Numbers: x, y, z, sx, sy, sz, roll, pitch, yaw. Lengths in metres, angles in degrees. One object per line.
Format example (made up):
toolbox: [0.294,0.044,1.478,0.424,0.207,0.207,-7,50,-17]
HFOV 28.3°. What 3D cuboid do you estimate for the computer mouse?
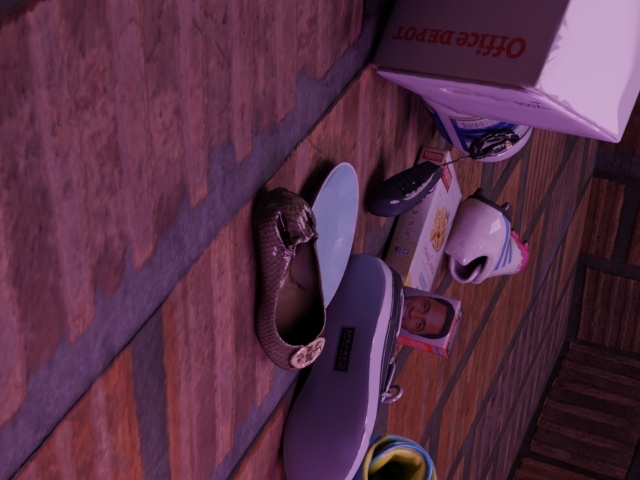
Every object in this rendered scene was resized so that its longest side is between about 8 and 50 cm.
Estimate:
computer mouse: [0.166,-0.086,1.657,0.242,0.041,0.071,-26,158,-19]

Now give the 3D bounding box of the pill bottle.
pill bottle: [0.218,-0.204,1.741,0.264,0.153,0.153,45,61,-70]

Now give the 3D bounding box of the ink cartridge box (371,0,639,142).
ink cartridge box: [0.260,-0.333,1.446,0.166,0.285,0.395,23,88,-37]

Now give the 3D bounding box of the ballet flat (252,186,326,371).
ballet flat: [-0.025,0.053,1.330,0.084,0.058,0.250,-34,139,-31]

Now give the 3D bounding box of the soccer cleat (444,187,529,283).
soccer cleat: [0.275,0.019,2.193,0.143,0.116,0.331,-57,157,-6]

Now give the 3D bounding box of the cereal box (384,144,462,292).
cereal box: [0.145,0.004,1.851,0.173,0.047,0.240,59,48,-66]

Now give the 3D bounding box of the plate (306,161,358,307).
plate: [0.000,0.000,1.453,0.188,0.024,0.188,14,90,-73]

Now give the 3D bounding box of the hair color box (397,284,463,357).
hair color box: [0.109,0.098,1.667,0.043,0.141,0.072,64,43,-64]

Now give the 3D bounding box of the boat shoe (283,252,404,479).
boat shoe: [0.038,0.173,1.563,0.105,0.113,0.306,29,67,-57]

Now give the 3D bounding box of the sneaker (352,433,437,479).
sneaker: [0.087,0.309,1.654,0.208,0.127,0.319,-56,-176,26]
